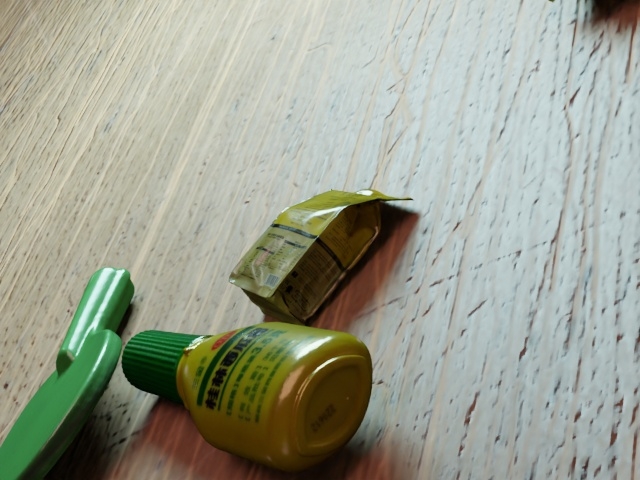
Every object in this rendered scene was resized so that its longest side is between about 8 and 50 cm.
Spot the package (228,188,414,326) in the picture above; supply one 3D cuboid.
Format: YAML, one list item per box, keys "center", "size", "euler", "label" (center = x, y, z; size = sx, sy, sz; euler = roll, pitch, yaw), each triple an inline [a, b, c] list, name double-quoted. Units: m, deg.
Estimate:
- center: [0.000, 0.000, 1.061]
  size: [0.131, 0.047, 0.071]
  euler: [-48, 26, -13]
  label: "package"

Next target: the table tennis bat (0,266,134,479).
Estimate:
- center: [-0.196, 0.110, 1.131]
  size: [0.160, 0.039, 0.257]
  euler: [-40, 20, 34]
  label: "table tennis bat"

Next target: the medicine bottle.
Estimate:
- center: [-0.060, 0.094, 0.977]
  size: [0.260, 0.064, 0.095]
  euler: [3, 56, 58]
  label: "medicine bottle"
